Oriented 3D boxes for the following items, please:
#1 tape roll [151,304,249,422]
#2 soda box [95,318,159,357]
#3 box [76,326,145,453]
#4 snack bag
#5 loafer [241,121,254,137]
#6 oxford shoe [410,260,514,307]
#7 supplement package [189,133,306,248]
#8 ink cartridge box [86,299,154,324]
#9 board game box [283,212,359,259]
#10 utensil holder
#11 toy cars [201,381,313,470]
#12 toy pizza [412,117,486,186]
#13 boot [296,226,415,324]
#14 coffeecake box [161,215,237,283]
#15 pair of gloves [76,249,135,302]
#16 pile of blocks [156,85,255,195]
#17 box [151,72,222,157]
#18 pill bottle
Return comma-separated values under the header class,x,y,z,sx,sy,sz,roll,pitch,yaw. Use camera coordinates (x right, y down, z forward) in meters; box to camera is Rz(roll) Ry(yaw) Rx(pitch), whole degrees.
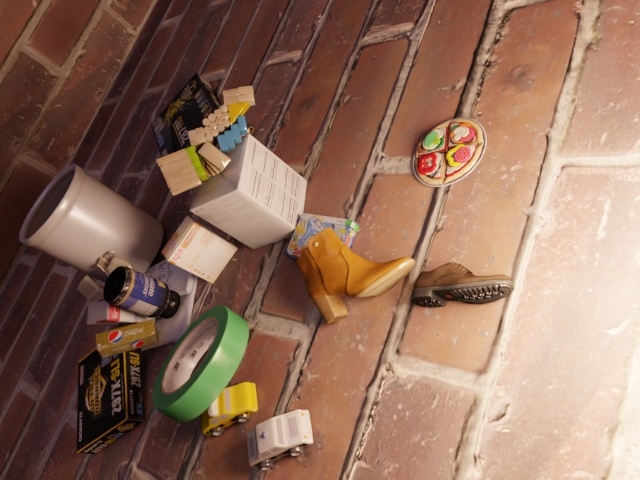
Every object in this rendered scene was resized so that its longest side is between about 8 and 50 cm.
class,x,y,z,sx,sy,sz,roll,pitch,yaw
tape roll,-0.328,0.329,1.485,0.321,0.077,0.321,-40,25,23
soda box,-0.613,0.311,1.735,0.181,0.058,0.061,-14,52,-13
box,-0.686,0.485,1.771,0.257,0.079,0.322,-34,50,21
snack bag,-0.541,0.211,1.860,0.323,0.037,0.343,-20,53,32
loafer,-0.305,-0.360,1.990,0.061,0.062,0.170,25,84,43
oxford shoe,0.295,0.082,1.145,0.227,0.083,0.096,-6,56,39
supplement package,-0.204,-0.135,1.600,0.199,0.262,0.198,-17,53,34
ink cartridge box,-0.651,0.240,1.786,0.127,0.175,0.072,-15,70,36
board game box,0.000,0.000,1.499,0.201,0.035,0.136,10,72,45
utensil holder,-0.824,-0.036,1.992,0.327,0.385,0.328,-28,41,28
toy cars,-0.186,0.447,1.346,0.393,0.087,0.177,10,72,45
toy pizza,0.314,-0.226,1.357,0.201,0.032,0.201,-23,51,31
boot,0.068,0.050,1.318,0.295,0.104,0.211,-37,65,29
coffeecake box,-0.378,0.031,1.713,0.142,0.185,0.068,-54,42,1
pair of gloves,-0.722,0.167,1.894,0.240,0.204,0.042,-42,5,20
pile of blocks,-0.290,-0.264,1.507,0.362,0.149,0.112,-49,-2,-7
box,-0.544,-0.483,2.260,0.318,0.097,0.395,-46,43,15
pill bottle,-0.555,0.171,1.713,0.122,0.219,0.123,-19,57,32
